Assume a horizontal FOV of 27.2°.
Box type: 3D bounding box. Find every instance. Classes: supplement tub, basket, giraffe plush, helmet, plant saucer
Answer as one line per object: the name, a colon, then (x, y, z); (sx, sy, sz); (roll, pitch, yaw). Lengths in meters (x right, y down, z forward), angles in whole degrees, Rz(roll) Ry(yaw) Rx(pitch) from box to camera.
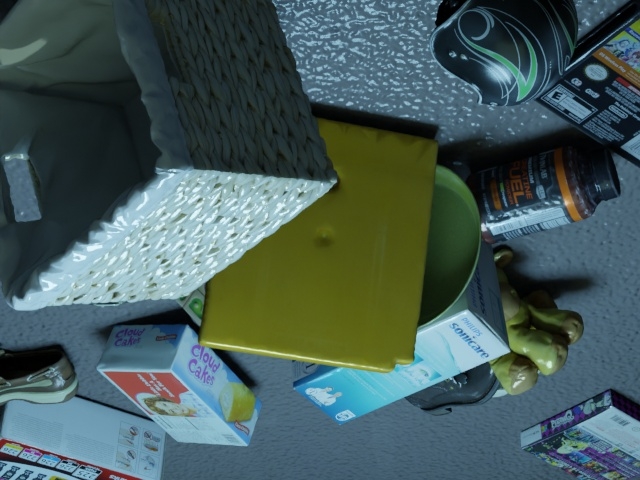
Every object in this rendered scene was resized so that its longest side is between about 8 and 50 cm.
supplement tub: (0.305, -0.067, 1.807); (0.198, 0.106, 0.106); (-17, 138, 20)
basket: (-0.210, -0.124, 1.523); (0.266, 0.328, 0.331); (6, 147, -46)
giraffe plush: (0.272, 0.106, 2.012); (0.210, 0.181, 0.170); (14, 146, 45)
helmet: (0.219, -0.241, 1.543); (0.161, 0.169, 0.169); (38, 131, -16)
plant saucer: (0.127, 0.011, 1.815); (0.241, 0.241, 0.037); (-27, 149, 31)

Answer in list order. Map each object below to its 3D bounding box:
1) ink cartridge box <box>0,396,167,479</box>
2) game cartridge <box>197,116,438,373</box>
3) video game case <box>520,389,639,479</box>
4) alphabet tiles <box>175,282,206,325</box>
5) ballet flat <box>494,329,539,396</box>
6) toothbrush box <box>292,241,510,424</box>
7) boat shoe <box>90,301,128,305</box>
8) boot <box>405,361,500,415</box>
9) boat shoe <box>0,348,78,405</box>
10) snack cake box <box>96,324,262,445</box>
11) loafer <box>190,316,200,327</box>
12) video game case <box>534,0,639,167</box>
ink cartridge box: (-0.478, 0.400, 2.401); (0.309, 0.130, 0.272); (22, 139, -25)
game cartridge: (0.000, 0.000, 1.737); (0.285, 0.323, 0.053); (10, 169, -10)
video game case: (0.519, 0.367, 2.404); (0.232, 0.042, 0.210); (29, 134, -31)
alphabet tiles: (-0.144, -0.004, 1.829); (0.237, 0.198, 0.009); (-53, 162, 25)
ballet flat: (0.327, 0.212, 2.190); (0.072, 0.068, 0.213); (28, 134, -30)
toothbrush box: (0.108, 0.104, 1.921); (0.295, 0.216, 0.126); (-28, 133, 24)
boat shoe: (-0.332, 0.072, 2.021); (0.219, 0.077, 0.070); (-7, 140, 8)
boot: (0.153, 0.208, 2.165); (0.229, 0.091, 0.263); (22, 143, -25)
boat shoe: (-0.540, 0.221, 2.219); (0.257, 0.095, 0.095); (-6, 128, -1)
snack cake box: (-0.231, 0.243, 2.200); (0.152, 0.089, 0.264); (-1, 145, 30)
loafer: (-0.177, 0.120, 2.094); (0.061, 0.062, 0.170); (0, 141, 10)
video game case: (0.449, -0.200, 1.692); (0.275, 0.035, 0.248); (27, 135, -28)
